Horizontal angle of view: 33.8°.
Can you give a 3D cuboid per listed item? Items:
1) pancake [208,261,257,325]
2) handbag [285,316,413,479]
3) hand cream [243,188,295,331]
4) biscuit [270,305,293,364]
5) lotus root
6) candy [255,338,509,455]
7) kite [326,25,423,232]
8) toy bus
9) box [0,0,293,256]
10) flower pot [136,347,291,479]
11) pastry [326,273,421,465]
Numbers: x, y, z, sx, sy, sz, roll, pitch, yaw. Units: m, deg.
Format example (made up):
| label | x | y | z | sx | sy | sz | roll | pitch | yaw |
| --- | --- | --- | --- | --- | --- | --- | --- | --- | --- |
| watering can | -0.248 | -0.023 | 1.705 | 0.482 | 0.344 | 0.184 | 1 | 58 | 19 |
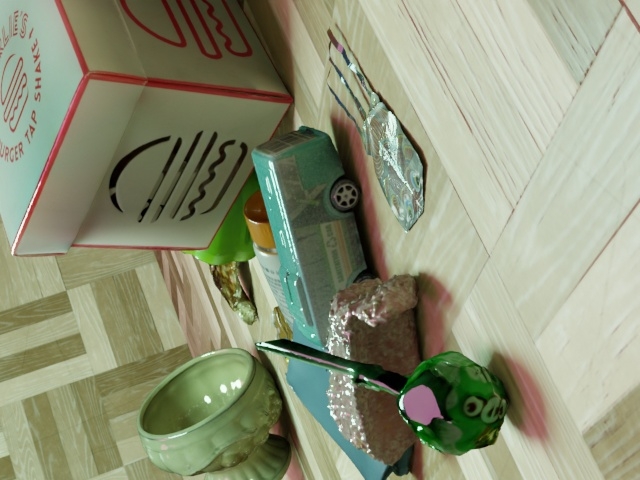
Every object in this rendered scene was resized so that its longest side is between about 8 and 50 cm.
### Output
| label | x | y | z | sx | sy | sz | roll | pitch | yaw |
| --- | --- | --- | --- | --- | --- | --- | --- | --- | --- |
| pancake | -0.194 | 0.018 | 2.093 | 0.212 | 0.056 | 0.258 | 45 | 143 | 47 |
| handbag | 0.037 | 0.203 | 1.363 | 0.221 | 0.057 | 0.144 | 48 | 149 | 35 |
| hand cream | -0.025 | 0.073 | 1.451 | 0.139 | 0.089 | 0.314 | 43 | 154 | 45 |
| biscuit | -0.039 | 0.210 | 1.793 | 0.138 | 0.031 | 0.205 | 87 | 158 | -45 |
| lotus root | -0.147 | -0.080 | 1.606 | 0.186 | 0.186 | 0.186 | 162 | 90 | -76 |
| candy | 0.044 | 0.132 | 1.039 | 0.323 | 0.097 | 0.097 | 12 | 122 | 45 |
| kite | 0.050 | -0.116 | 1.071 | 0.127 | 0.016 | 0.229 | 98 | 150 | -54 |
| toy bus | 0.000 | 0.000 | 1.227 | 0.091 | 0.109 | 0.262 | 27 | 135 | 62 |
| box | -0.268 | -0.190 | 1.414 | 0.314 | 0.299 | 0.312 | -56 | 47 | 36 |
| flower pot | -0.198 | 0.395 | 2.159 | 0.244 | 0.307 | 0.307 | 60 | 172 | -24 |
| pastry | 0.059 | 0.130 | 1.156 | 0.112 | 0.102 | 0.265 | 41 | 144 | 38 |
